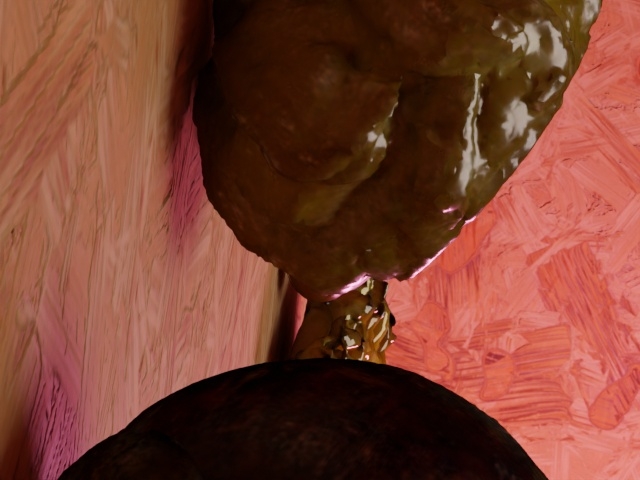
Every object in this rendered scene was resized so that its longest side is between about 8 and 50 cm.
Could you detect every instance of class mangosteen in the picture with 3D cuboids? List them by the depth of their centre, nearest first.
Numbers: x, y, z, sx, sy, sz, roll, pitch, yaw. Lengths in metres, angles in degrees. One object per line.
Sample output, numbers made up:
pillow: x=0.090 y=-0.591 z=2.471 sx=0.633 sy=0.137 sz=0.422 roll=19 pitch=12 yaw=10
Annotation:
mangosteen: x=-0.025 y=0.166 z=0.666 sx=0.289 sy=0.231 sz=0.231 roll=-19 pitch=120 yaw=-52

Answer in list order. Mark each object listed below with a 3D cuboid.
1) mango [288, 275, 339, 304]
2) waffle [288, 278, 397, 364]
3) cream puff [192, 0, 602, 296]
mango: x=0.000 y=0.000 z=1.567 sx=0.077 sy=0.063 sz=0.127 roll=-72 pitch=164 yaw=-45
waffle: x=0.000 y=0.208 z=1.699 sx=0.382 sy=0.095 sz=0.380 roll=-72 pitch=170 yaw=-58
cream puff: x=0.035 y=-0.089 z=0.983 sx=0.244 sy=0.196 sz=0.244 roll=-31 pitch=-138 yaw=33
